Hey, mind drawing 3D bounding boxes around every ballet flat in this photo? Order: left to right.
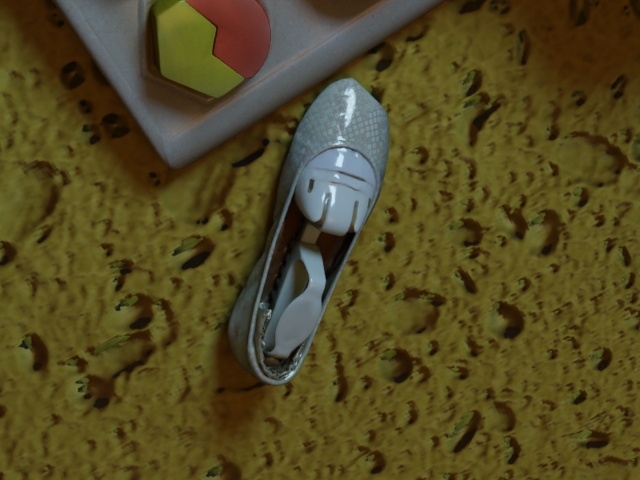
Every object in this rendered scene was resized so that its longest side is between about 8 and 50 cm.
[{"bbox_3d":[0.000,0.000,0.992,0.057,0.052,0.168,13,109,-21],"label":"ballet flat"}]

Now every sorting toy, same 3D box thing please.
[{"bbox_3d":[-0.036,-0.151,0.909,0.193,0.038,0.208,-33,126,-1],"label":"sorting toy"}]
